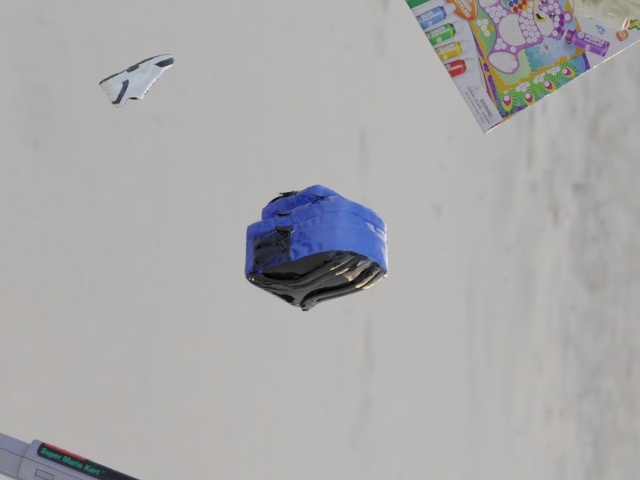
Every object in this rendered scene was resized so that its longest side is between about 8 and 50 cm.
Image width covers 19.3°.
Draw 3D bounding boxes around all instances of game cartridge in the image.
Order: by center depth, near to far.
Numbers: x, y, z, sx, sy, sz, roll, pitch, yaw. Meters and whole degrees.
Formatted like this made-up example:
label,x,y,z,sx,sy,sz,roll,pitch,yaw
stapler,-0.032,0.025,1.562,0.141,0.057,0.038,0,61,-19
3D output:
label,x,y,z,sx,sy,sz,roll,pitch,yaw
game cartridge,-0.206,0.321,2.239,0.068,0.355,0.230,-66,156,-15

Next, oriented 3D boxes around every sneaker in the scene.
label,x,y,z,sx,sy,sz,roll,pitch,yaw
sneaker,-0.227,-0.201,2.366,0.040,0.109,0.044,-8,-70,61

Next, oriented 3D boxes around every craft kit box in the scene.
label,x,y,z,sx,sy,sz,roll,pitch,yaw
craft kit box,0.237,-0.293,2.217,0.250,0.246,0.061,59,14,1

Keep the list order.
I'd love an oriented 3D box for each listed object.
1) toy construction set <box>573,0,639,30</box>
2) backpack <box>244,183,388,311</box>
label,x,y,z,sx,sy,sz,roll,pitch,yaw
toy construction set,0.371,-0.318,1.940,0.328,0.215,0.151,95,-17,-58
backpack,0.000,0.000,1.747,0.098,0.120,0.101,24,59,-48
